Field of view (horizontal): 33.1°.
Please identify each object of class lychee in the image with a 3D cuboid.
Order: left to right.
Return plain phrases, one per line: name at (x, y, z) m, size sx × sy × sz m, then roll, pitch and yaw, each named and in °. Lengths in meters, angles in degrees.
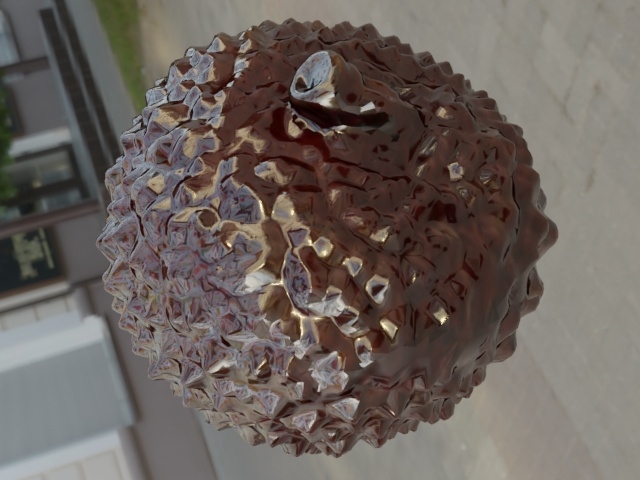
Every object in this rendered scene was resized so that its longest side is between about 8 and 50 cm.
lychee at (0.000, 0.000, 0.732) m, size 0.330 × 0.306 × 0.306 m, roll 105°, pitch 147°, yaw -52°
